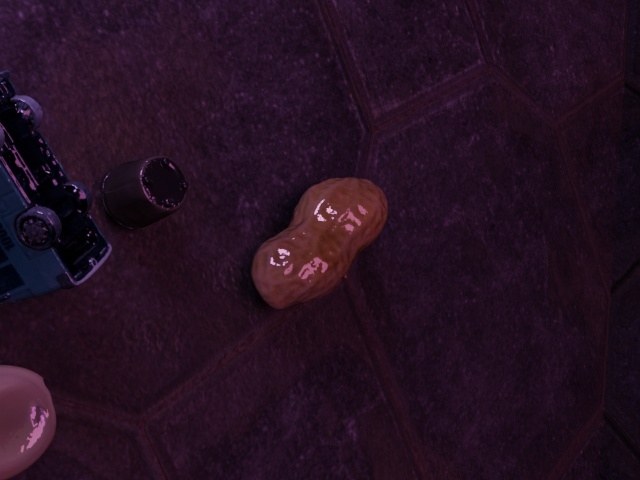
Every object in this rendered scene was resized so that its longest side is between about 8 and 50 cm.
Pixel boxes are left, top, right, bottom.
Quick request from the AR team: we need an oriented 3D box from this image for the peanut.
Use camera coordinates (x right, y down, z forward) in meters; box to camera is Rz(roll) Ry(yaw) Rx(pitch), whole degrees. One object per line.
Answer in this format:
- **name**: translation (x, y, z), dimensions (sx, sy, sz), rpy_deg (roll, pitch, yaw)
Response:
- **peanut**: translation (0.000, 0.000, 1.361), dimensions (0.313, 0.149, 0.149), rpy_deg (-50, 117, -33)

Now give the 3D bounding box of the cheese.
- **cheese**: translation (-0.420, 0.229, 0.945), dimensions (0.227, 0.064, 0.137), rpy_deg (-19, 95, -44)

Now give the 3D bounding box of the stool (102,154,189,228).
- **stool**: translation (-0.243, -0.069, 1.141), dimensions (0.096, 0.110, 0.096), rpy_deg (14, 70, -41)

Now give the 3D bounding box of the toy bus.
- **toy bus**: translation (-0.377, -0.055, 0.976), dimensions (0.256, 0.147, 0.128), rpy_deg (64, 18, -17)
